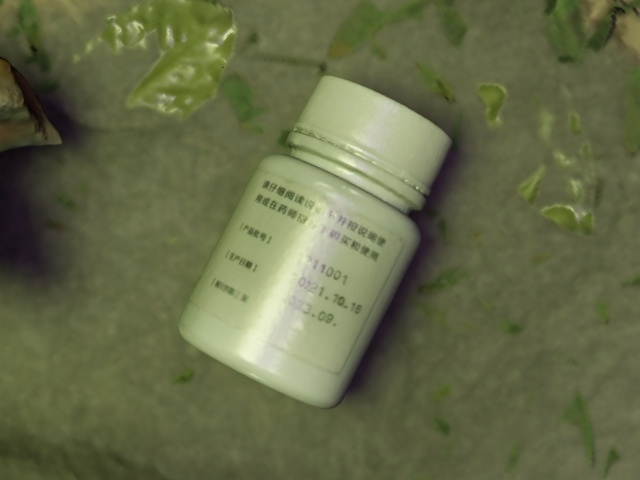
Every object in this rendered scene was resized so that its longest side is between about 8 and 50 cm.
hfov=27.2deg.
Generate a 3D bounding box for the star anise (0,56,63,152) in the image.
[{"bbox_3d":[-0.233,-0.044,0.520,0.236,0.109,0.223,-32,73,-22],"label":"star anise"}]

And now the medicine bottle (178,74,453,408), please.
[{"bbox_3d":[0.000,0.000,0.574,0.080,0.080,0.130,26,87,0],"label":"medicine bottle"}]
